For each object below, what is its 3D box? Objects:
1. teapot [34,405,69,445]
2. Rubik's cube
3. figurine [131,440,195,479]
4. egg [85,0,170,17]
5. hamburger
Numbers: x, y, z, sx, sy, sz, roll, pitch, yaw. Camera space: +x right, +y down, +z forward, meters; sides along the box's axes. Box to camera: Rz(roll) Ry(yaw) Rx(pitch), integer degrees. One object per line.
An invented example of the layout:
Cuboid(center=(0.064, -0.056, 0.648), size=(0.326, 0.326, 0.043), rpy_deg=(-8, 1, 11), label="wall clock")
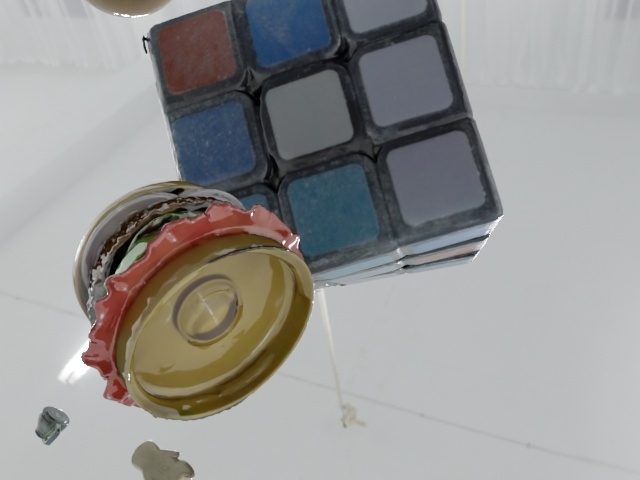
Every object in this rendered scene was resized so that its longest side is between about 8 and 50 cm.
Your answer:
Cuboid(center=(-0.599, 0.415, 1.301), size=(0.057, 0.066, 0.088), rpy_deg=(-55, -143, 1), label="teapot")
Cuboid(center=(0.022, -0.115, 0.794), size=(0.362, 0.359, 0.363), rpy_deg=(-12, -101, 12), label="Rubik's cube")
Cuboid(center=(-0.173, 0.263, 0.652), size=(0.083, 0.051, 0.047), rpy_deg=(27, -132, 31), label="figurine")
Cuboid(center=(-0.443, -0.657, 1.323), size=(0.282, 0.283, 0.351), rpy_deg=(-12, -141, -4), label="egg")
Cuboid(center=(-0.099, 0.033, 0.433), size=(0.175, 0.175, 0.137), rpy_deg=(-30, -134, -24), label="hamburger")
